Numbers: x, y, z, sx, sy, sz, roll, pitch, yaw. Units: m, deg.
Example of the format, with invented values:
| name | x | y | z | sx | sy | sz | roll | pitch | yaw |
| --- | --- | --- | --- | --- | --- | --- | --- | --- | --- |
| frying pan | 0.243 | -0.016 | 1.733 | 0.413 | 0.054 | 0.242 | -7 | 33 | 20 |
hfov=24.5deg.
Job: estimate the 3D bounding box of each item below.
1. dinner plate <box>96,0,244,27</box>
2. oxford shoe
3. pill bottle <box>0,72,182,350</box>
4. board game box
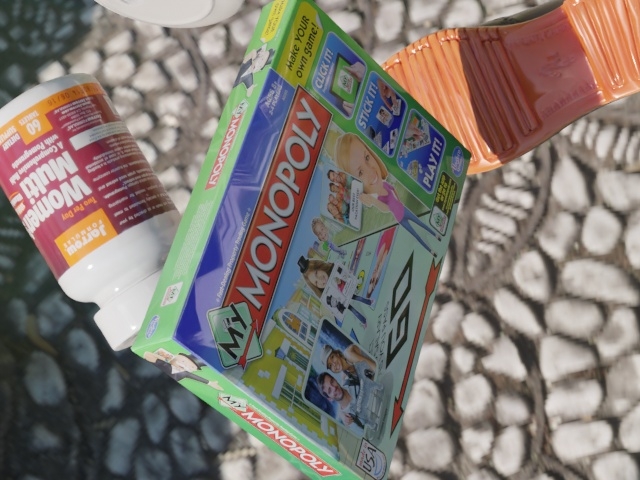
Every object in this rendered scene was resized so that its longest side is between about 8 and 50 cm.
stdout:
| name | x | y | z | sx | sy | sz | roll | pitch | yaw |
| --- | --- | --- | --- | --- | --- | --- | --- | --- | --- |
| dinner plate | -0.128 | -0.198 | 1.138 | 0.141 | 0.141 | 0.017 | 4 | 66 | 16 |
| oxford shoe | 0.192 | -0.146 | 1.304 | 0.363 | 0.132 | 0.130 | -16 | 94 | 31 |
| pill bottle | -0.192 | -0.024 | 1.272 | 0.121 | 0.121 | 0.221 | -32 | 84 | -1 |
| board game box | 0.000 | 0.000 | 1.079 | 0.046 | 0.213 | 0.317 | -18 | 43 | 41 |
